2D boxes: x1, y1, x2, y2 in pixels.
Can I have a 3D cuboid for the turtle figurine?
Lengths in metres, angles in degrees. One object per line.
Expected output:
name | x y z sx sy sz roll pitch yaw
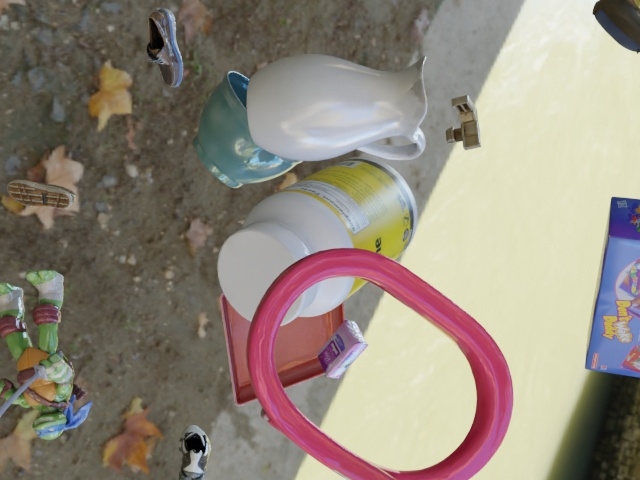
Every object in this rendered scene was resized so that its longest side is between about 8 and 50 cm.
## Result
turtle figurine | -0.497 0.186 1.280 0.274 0.198 0.266 4 65 -36

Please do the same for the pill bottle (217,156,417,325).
pill bottle | 0.000 0.000 1.191 0.334 0.188 0.188 -33 124 -54

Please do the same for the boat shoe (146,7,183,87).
boat shoe | -0.371 -0.441 1.846 0.066 0.066 0.183 -35 126 -47

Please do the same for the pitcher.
pitcher | 0.026 -0.146 0.965 0.178 0.207 0.125 75 16 -61

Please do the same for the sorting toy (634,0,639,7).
sorting toy | 0.213 -0.223 0.515 0.196 0.047 0.348 53 24 -50

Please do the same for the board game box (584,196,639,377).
board game box | 0.534 0.090 1.187 0.347 0.233 0.078 77 26 -49

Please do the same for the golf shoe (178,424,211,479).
golf shoe | -0.283 0.467 1.821 0.077 0.198 0.094 8 109 -14

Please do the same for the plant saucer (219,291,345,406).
plant saucer | -0.073 0.171 1.568 0.258 0.048 0.259 -17 117 -24

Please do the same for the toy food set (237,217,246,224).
toy food set | -0.090 -0.027 1.882 0.192 0.132 0.038 38 50 -43

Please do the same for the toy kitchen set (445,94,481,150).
toy kitchen set | 0.271 -0.227 1.563 0.075 0.068 0.083 30 53 -60

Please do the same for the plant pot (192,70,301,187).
plant pot | -0.202 -0.259 2.036 0.196 0.293 0.293 -40 145 16

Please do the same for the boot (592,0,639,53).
boot | 0.495 -0.304 1.127 0.219 0.106 0.082 32 75 -10

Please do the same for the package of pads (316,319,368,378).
package of pads | 0.033 0.166 1.212 0.032 0.050 0.083 15 124 -39

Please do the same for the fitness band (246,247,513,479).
fitness band | 0.061 0.136 0.801 0.291 0.054 0.209 37 77 -10

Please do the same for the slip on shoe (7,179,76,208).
slip on shoe | -0.564 -0.097 1.612 0.041 0.135 0.051 -72 168 -66
